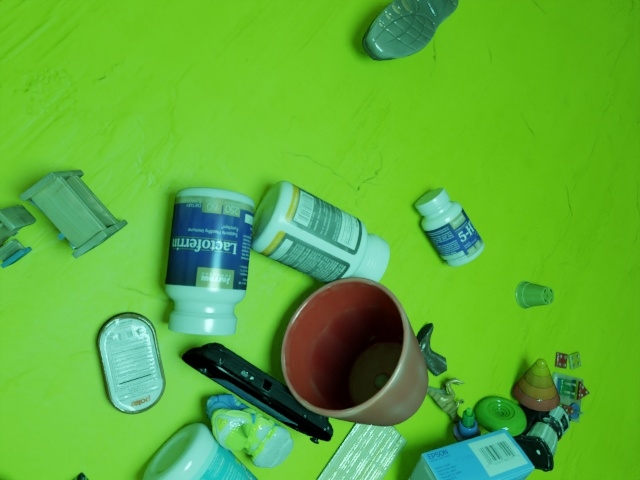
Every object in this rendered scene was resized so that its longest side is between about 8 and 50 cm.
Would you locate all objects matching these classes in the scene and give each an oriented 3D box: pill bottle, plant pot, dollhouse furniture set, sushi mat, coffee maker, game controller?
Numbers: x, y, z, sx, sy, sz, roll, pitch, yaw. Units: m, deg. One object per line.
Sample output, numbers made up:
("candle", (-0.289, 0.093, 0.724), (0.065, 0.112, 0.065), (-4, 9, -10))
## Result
("pill bottle", (0.000, 0.000, 0.957), (0.278, 0.162, 0.162), (27, 75, -22))
("pill bottle", (-0.213, 0.042, 0.854), (0.153, 0.153, 0.265), (7, 83, -25))
("plant pot", (0.091, 0.251, 0.914), (0.275, 0.275, 0.243), (-58, 137, -18))
("dollhouse furniture set", (-0.464, -0.016, 0.769), (0.184, 0.129, 0.129), (-37, 103, 1))
("sushi mat", (0.072, 0.548, 1.024), (0.151, 0.019, 0.316), (47, 68, -14))
("coffee maker", (0.561, 0.511, 1.206), (0.178, 0.171, 0.120), (-22, 119, -46))
("pill bottle", (-0.191, 0.482, 0.830), (0.146, 0.146, 0.264), (-42, 104, -23))
("pill bottle", (0.327, -0.036, 1.146), (0.112, 0.112, 0.187), (-41, 103, -23))
("plant pot", (0.627, 0.159, 1.294), (0.083, 0.079, 0.083), (2, 86, -26))
("game controller", (-0.122, 0.301, 0.868), (0.319, 0.166, 0.067), (39, 53, -17))

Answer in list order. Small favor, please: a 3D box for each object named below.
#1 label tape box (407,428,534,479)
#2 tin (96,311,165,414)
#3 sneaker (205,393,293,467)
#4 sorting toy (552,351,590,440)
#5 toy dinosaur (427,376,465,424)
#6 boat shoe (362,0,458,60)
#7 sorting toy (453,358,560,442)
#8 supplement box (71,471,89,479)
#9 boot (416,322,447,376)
("label tape box", (0.310, 0.618, 1.057), (0.249, 0.115, 0.348), (-4, 128, -25))
("tin", (-0.354, 0.229, 0.835), (0.106, 0.040, 0.190), (-12, 91, -22))
("sneaker", (-0.144, 0.370, 0.899), (0.091, 0.126, 0.240), (-44, 136, -12))
("sorting toy", (0.761, 0.471, 1.352), (0.132, 0.046, 0.274), (18, 77, -24))
("toy dinosaur", (0.310, 0.396, 1.128), (0.211, 0.064, 0.112), (41, 71, -17))
("boat shoe", (0.216, -0.541, 1.128), (0.355, 0.130, 0.132), (-43, 108, -28))
("sorting toy", (0.489, 0.407, 1.159), (0.365, 0.127, 0.126), (-16, 116, -27))
("supplement box", (-0.424, 0.469, 0.767), (0.083, 0.056, 0.083), (-38, 102, -23))
("boot", (0.292, 0.282, 1.143), (0.114, 0.037, 0.106), (36, 84, -16))
